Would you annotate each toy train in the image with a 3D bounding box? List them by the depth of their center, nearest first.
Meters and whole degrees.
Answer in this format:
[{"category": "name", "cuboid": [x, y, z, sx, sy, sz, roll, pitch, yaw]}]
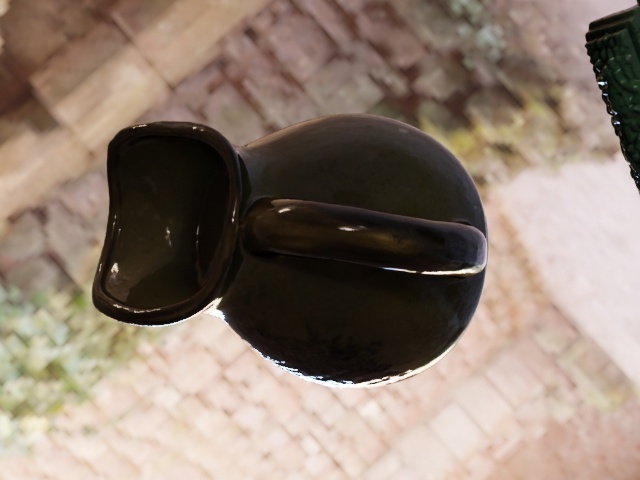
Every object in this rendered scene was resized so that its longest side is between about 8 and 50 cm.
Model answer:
[{"category": "toy train", "cuboid": [0.254, -0.105, 1.298, 0.070, 0.099, 0.172, -12, 100, 57]}]

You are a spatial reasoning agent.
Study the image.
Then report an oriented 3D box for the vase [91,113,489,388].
[{"category": "vase", "cuboid": [0.000, 0.000, 1.476, 0.302, 0.240, 0.329, 10, 175, -29]}]
